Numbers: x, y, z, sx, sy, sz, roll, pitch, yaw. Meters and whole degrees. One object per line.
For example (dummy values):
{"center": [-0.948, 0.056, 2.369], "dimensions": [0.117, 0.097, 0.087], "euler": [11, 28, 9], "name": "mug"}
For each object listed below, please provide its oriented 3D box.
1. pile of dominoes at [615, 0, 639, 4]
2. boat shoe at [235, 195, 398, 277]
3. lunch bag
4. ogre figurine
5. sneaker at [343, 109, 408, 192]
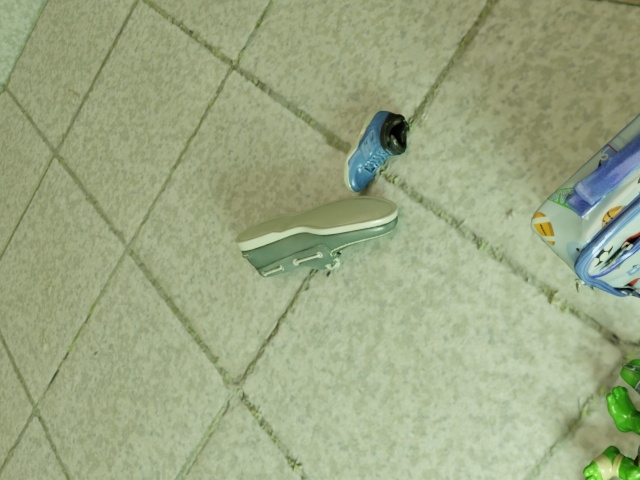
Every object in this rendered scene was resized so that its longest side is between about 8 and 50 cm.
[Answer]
{"center": [0.388, -0.467, 0.960], "dimensions": [0.251, 0.040, 0.195], "euler": [28, 121, 38], "name": "pile of dominoes"}
{"center": [0.000, 0.000, 1.147], "dimensions": [0.320, 0.116, 0.099], "euler": [-11, 115, 29], "name": "boat shoe"}
{"center": [0.391, -0.061, 0.736], "dimensions": [0.303, 0.243, 0.115], "euler": [-48, 54, 17], "name": "lunch bag"}
{"center": [0.389, 0.249, 0.759], "dimensions": [0.118, 0.097, 0.197], "euler": [10, 69, 57], "name": "ogre figurine"}
{"center": [0.099, -0.149, 1.109], "dimensions": [0.085, 0.058, 0.152], "euler": [20, 85, 48], "name": "sneaker"}
